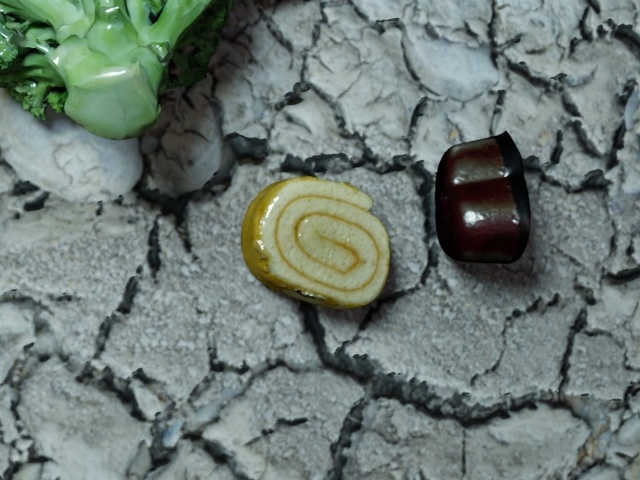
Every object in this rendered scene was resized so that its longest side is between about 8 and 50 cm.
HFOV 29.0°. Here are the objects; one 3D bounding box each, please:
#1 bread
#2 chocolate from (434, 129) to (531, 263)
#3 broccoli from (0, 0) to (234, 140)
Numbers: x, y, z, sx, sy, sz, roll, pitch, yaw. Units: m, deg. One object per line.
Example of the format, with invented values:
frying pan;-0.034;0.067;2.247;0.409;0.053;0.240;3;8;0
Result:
bread;0.000;0.000;1.208;0.149;0.073;0.122;19;85;-18
chocolate;0.152;-0.037;1.249;0.080;0.125;0.148;2;56;-10
broccoli;-0.187;-0.197;1.052;0.270;0.270;0.270;0;49;-18
